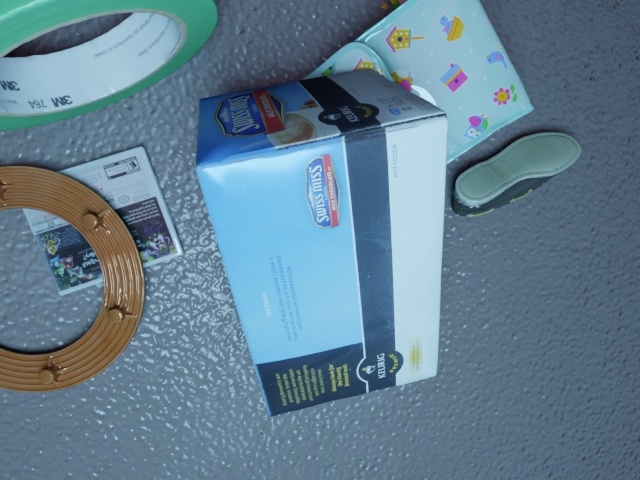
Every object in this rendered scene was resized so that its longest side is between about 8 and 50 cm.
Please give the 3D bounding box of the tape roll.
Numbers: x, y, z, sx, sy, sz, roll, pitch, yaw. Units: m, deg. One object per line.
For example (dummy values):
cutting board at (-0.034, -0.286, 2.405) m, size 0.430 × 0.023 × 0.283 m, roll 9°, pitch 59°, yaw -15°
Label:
tape roll at (-0.276, -0.227, 0.489) m, size 0.321 × 0.321 × 0.077 m, roll -27°, pitch 99°, yaw -5°

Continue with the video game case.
video game case at (-0.326, -0.029, 0.655) m, size 0.190 × 0.022 × 0.173 m, roll -19°, pitch 98°, yaw -7°

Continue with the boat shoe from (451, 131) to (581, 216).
boat shoe at (0.318, -0.109, 0.725) m, size 0.228 × 0.068 × 0.081 m, roll -23°, pitch 64°, yaw -8°

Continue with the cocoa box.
cocoa box at (0.000, 0.000, 0.545) m, size 0.228 × 0.231 × 0.347 m, roll -12°, pitch 123°, yaw -6°

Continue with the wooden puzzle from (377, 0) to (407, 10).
wooden puzzle at (0.130, -0.392, 0.694) m, size 0.083 × 0.006 × 0.049 m, roll -41°, pitch 100°, yaw -3°

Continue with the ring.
ring at (-0.424, 0.064, 0.626) m, size 0.337 × 0.032 × 0.336 m, roll 0°, pitch 97°, yaw -2°

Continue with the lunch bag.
lunch bag at (0.126, -0.210, 0.640) m, size 0.262 × 0.160 × 0.223 m, roll -32°, pitch 104°, yaw 10°
